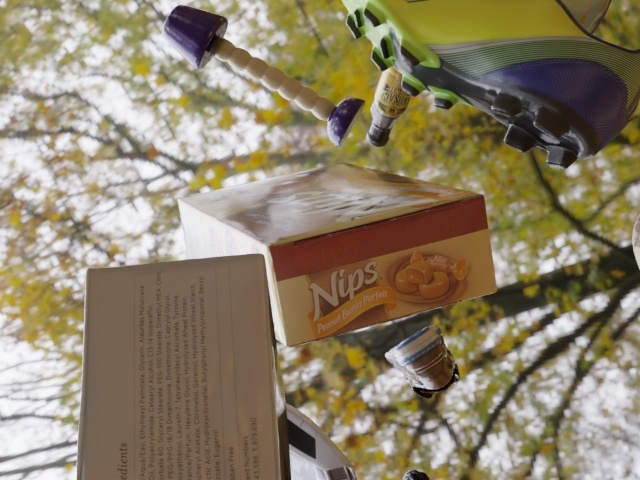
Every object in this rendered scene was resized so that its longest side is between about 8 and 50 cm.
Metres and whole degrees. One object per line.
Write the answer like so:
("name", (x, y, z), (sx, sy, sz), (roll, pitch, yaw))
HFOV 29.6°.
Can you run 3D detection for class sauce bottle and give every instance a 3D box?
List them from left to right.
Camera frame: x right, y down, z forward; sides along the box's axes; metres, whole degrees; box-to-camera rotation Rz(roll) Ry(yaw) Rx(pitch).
("sauce bottle", (0.081, -0.160, 1.352), (0.042, 0.128, 0.042), (9, -138, -8))

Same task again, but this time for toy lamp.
("toy lamp", (-0.077, -0.218, 1.569), (0.275, 0.080, 0.080), (29, -135, 3))

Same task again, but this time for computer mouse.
("computer mouse", (0.001, 0.176, 0.992), (0.193, 0.106, 0.042), (30, -121, 13))

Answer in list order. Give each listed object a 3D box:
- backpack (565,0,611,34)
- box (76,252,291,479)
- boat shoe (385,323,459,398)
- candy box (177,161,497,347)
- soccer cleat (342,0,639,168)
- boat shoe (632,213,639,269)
("backpack", (0.204, -0.253, 1.163), (0.144, 0.166, 0.188), (36, -121, 20))
("box", (-0.082, 0.133, 0.793), (0.181, 0.119, 0.182), (86, 178, -55))
("boat shoe", (0.109, 0.131, 1.270), (0.066, 0.066, 0.183), (59, -174, 7))
("candy box", (0.000, 0.000, 1.068), (0.183, 0.316, 0.087), (-14, -77, -17))
("soccer cleat", (0.132, -0.163, 0.969), (0.121, 0.289, 0.093), (-47, -33, -11))
("boat shoe", (0.438, 0.094, 1.256), (0.121, 0.110, 0.341), (-47, -60, -12))
